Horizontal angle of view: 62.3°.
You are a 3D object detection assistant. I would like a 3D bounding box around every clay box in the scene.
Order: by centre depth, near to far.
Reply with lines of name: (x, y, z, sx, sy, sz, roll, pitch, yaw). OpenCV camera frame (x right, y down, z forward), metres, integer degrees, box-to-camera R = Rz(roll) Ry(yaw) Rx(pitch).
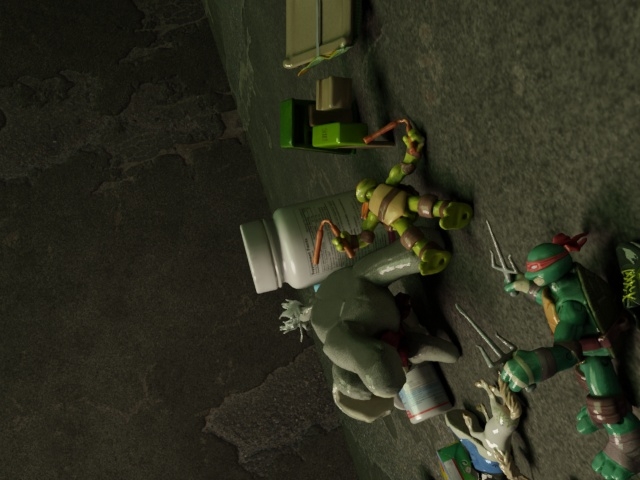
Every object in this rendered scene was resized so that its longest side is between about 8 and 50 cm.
clay box: (0.273, 0.471, 0.984, 0.222, 0.053, 0.127, 69, 176, -50)

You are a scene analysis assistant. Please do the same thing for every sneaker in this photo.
sneaker: (0.271, 0.040, 0.447, 0.031, 0.035, 0.083, 108, 142, -70)
sneaker: (0.264, 0.357, 0.905, 0.152, 0.058, 0.085, -156, 57, -66)

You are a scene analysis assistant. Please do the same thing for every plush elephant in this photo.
plush elephant: (0.114, 0.169, 0.930, 0.330, 0.255, 0.272, -15, 49, 47)

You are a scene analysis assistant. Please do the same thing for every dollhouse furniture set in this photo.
dollhouse furniture set: (0.042, -0.309, 0.923, 0.197, 0.151, 0.302, 8, 99, 55)

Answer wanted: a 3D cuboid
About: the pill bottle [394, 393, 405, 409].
pill bottle: (0.177, 0.341, 1.244, 0.137, 0.078, 0.078, 176, 76, -79)

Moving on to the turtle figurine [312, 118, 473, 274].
turtle figurine: (0.110, -0.036, 0.795, 0.087, 0.270, 0.217, 27, -171, -43)

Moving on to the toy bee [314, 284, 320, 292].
toy bee: (0.049, 0.073, 1.307, 0.298, 0.162, 0.195, 42, -171, -8)

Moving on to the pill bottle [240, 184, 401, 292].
pill bottle: (0.000, 0.000, 1.011, 0.160, 0.283, 0.160, 166, 90, -82)

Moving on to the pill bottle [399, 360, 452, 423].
pill bottle: (0.190, 0.274, 1.058, 0.087, 0.087, 0.160, 97, 153, -65)

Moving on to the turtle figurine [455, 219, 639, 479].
turtle figurine: (0.225, 0.087, 0.494, 0.118, 0.175, 0.234, -27, 94, 36)

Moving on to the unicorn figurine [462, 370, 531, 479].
unicorn figurine: (0.264, 0.281, 0.787, 0.111, 0.060, 0.162, -122, 17, -51)
